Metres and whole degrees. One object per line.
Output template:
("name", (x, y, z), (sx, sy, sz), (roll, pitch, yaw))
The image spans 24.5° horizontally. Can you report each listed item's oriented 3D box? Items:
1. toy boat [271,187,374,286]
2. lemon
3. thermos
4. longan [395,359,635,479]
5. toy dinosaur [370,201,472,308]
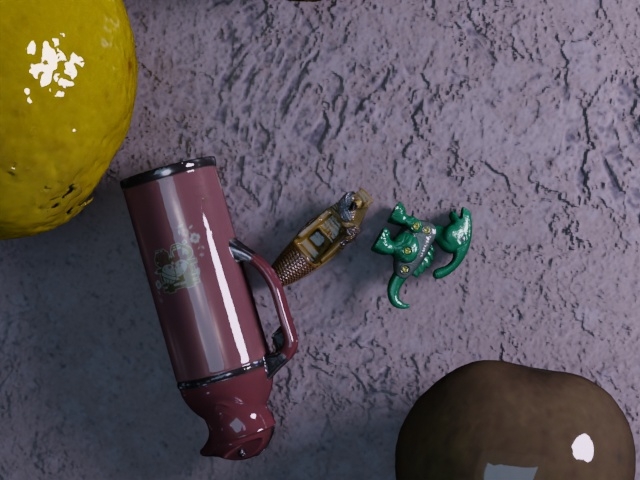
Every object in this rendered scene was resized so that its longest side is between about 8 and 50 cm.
("toy boat", (0.000, 0.000, 1.627), (0.149, 0.049, 0.047), (-42, 85, 7))
("lemon", (-0.354, -0.183, 1.521), (0.350, 0.350, 0.387), (13, 74, 7))
("thermos", (-0.111, 0.076, 1.619), (0.136, 0.109, 0.330), (-16, 90, -12))
("longan", (0.202, 0.233, 1.524), (0.248, 0.248, 0.248), (0, 92, 8))
("toy dinosaur", (0.108, 0.012, 1.612), (0.096, 0.059, 0.132), (27, 87, 1))
